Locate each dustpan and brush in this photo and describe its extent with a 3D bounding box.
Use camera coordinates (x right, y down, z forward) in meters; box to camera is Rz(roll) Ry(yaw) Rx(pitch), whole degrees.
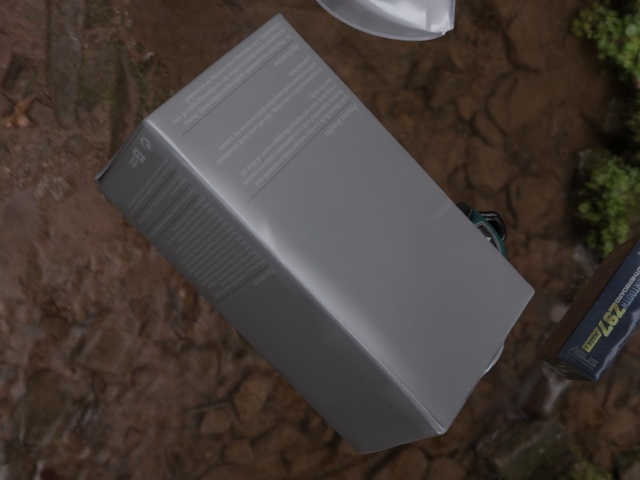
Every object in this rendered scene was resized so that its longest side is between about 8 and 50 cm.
[{"bbox_3d":[0.012,-0.254,0.780,0.211,0.060,0.147,6,80,-10],"label":"dustpan and brush"}]

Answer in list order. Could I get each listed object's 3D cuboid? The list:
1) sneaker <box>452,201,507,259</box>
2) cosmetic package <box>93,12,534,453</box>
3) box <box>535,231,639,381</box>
[{"bbox_3d":[0.114,0.016,0.875,0.121,0.302,0.108,-23,95,22],"label":"sneaker"},{"bbox_3d":[0.000,0.000,0.529,0.238,0.107,0.127,50,55,-7],"label":"cosmetic package"},{"bbox_3d":[0.352,0.086,1.088,0.059,0.232,0.183,35,87,10],"label":"box"}]
